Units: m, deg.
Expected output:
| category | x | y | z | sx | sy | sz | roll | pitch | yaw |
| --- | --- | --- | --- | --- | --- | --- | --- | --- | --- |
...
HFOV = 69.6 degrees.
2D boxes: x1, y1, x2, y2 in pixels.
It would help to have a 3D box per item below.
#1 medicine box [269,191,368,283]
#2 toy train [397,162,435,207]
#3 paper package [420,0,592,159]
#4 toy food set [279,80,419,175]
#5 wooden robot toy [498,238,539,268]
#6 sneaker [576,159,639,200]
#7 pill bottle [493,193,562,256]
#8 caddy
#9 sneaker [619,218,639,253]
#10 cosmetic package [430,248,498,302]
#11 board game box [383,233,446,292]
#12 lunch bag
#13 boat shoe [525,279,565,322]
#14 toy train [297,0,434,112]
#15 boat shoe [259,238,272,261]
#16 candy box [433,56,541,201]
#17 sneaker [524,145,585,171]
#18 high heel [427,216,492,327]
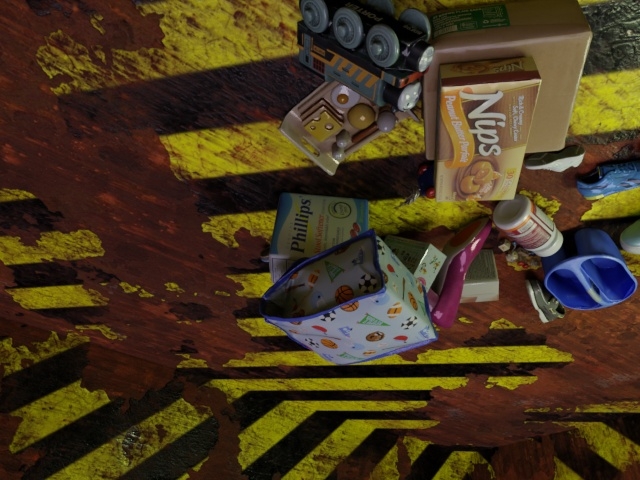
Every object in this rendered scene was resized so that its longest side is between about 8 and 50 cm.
| category | x | y | z | sx | sy | sz | roll | pitch | yaw |
| --- | --- | --- | --- | --- | --- | --- | --- | --- | --- |
| medicine box | 0.000 | 0.000 | 1.451 | 0.289 | 0.264 | 0.149 | 5 | 141 | 0 |
| toy train | 0.354 | -0.159 | 1.350 | 0.143 | 0.105 | 0.248 | 11 | 143 | -28 |
| paper package | 0.392 | -0.355 | 1.037 | 0.324 | 0.168 | 0.310 | -3 | 139 | 12 |
| toy food set | 0.070 | -0.306 | 1.198 | 0.306 | 0.093 | 0.219 | -29 | 130 | 35 |
| wooden robot toy | 0.672 | 0.061 | 1.599 | 0.173 | 0.076 | 0.079 | 24 | 149 | -20 |
| sneaker | 0.824 | -0.182 | 1.273 | 0.209 | 0.069 | 0.082 | -22 | 130 | 31 |
| pill bottle | 0.647 | -0.042 | 1.428 | 0.221 | 0.121 | 0.121 | 32 | 135 | -28 |
| caddy | 0.898 | 0.117 | 1.548 | 0.241 | 0.179 | 0.341 | -28 | 131 | 36 |
| sneaker | 1.041 | -0.095 | 1.320 | 0.365 | 0.135 | 0.150 | -32 | 121 | 26 |
| cosmetic package | 0.473 | 0.135 | 1.649 | 0.295 | 0.153 | 0.129 | -5 | 139 | 16 |
| board game box | 0.243 | 0.142 | 1.510 | 0.097 | 0.304 | 0.224 | 34 | 172 | -29 |
| lunch bag | 0.070 | 0.186 | 1.278 | 0.385 | 0.239 | 0.328 | -28 | 132 | 24 |
| boat shoe | 0.853 | 0.221 | 1.744 | 0.091 | 0.109 | 0.305 | -19 | 141 | 28 |
| toy train | 0.083 | -0.399 | 0.951 | 0.334 | 0.142 | 0.190 | 38 | 150 | 24 |
| boat shoe | -0.149 | 0.017 | 1.659 | 0.183 | 0.066 | 0.066 | -24 | 129 | 19 |
| candy box | 0.345 | -0.224 | 1.000 | 0.182 | 0.088 | 0.317 | -2 | 139 | 10 |
| sneaker | 0.644 | -0.213 | 1.271 | 0.152 | 0.054 | 0.061 | -8 | 142 | 16 |
| high heel | 0.467 | 0.106 | 1.517 | 0.181 | 0.127 | 0.377 | 39 | 100 | -12 |
